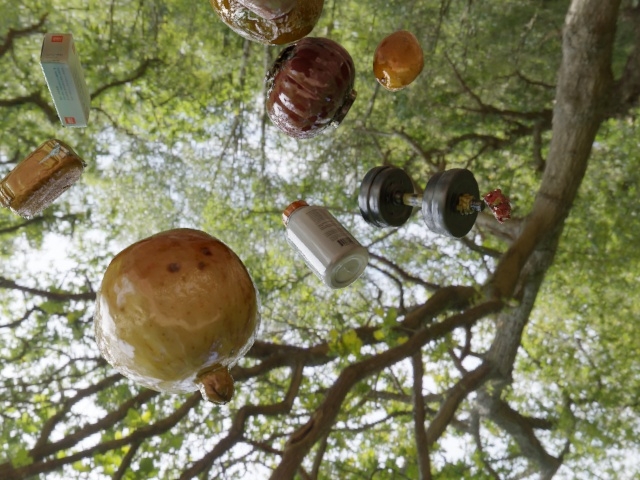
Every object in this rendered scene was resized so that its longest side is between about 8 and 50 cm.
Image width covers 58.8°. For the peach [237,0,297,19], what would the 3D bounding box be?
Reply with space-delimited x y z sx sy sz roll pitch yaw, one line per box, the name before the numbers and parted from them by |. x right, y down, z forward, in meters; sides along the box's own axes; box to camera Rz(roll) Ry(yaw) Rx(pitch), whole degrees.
peach | -0.117 -0.544 1.193 0.152 0.152 0.152 6 -153 -3

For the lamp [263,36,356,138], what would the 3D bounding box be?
lamp | -0.029 -0.441 1.651 0.257 0.303 0.303 33 -154 -9

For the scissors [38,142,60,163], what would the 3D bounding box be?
scissors | -0.693 -0.218 1.452 0.006 0.083 0.036 33 -150 -53

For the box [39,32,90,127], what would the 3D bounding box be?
box | -0.768 -0.478 1.723 0.079 0.269 0.135 -3 -122 -10

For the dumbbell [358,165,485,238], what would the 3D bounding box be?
dumbbell | 0.264 -0.109 1.538 0.388 0.185 0.185 11 -158 44

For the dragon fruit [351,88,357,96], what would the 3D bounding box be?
dragon fruit | 0.007 -0.572 2.169 0.263 0.296 0.314 -6 -169 -4

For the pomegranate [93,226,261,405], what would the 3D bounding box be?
pomegranate | -0.301 0.181 1.267 0.410 0.410 0.410 6 -153 -3

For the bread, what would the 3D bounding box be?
bread | -0.800 -0.174 1.634 0.107 0.241 0.136 47 175 13

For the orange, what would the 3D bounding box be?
orange | -0.152 -0.605 1.399 0.263 0.196 0.334 19 173 22

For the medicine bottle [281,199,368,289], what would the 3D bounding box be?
medicine bottle | 0.000 0.000 1.662 0.157 0.157 0.288 -13 -135 -34

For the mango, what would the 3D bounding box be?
mango | 0.217 -0.511 1.571 0.141 0.102 0.217 -6 -132 32

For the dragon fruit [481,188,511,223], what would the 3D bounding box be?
dragon fruit | 0.552 -0.111 1.752 0.112 0.068 0.126 58 -164 7
